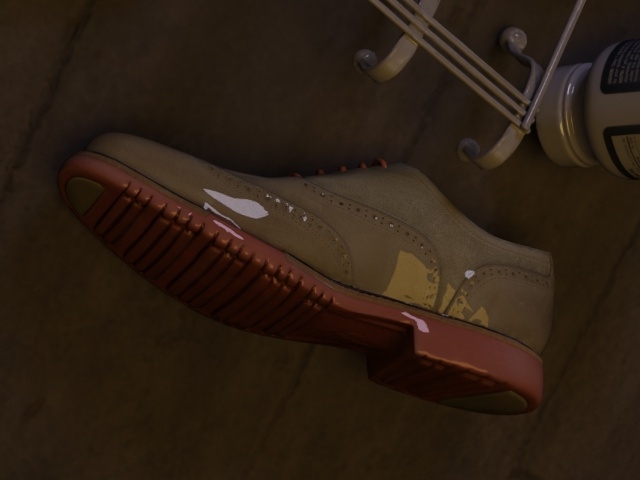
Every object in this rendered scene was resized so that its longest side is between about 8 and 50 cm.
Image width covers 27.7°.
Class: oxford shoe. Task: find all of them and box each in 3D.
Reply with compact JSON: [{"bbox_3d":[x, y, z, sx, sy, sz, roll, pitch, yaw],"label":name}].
[{"bbox_3d":[0.000,0.000,0.974,0.397,0.140,0.146,26,67,-19],"label":"oxford shoe"}]

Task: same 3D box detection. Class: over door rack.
[{"bbox_3d":[0.111,-0.247,0.933,0.239,0.108,0.324,36,79,-25],"label":"over door rack"}]

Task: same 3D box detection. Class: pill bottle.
[{"bbox_3d":[0.258,-0.100,0.970,0.108,0.180,0.108,0,90,-48],"label":"pill bottle"}]
